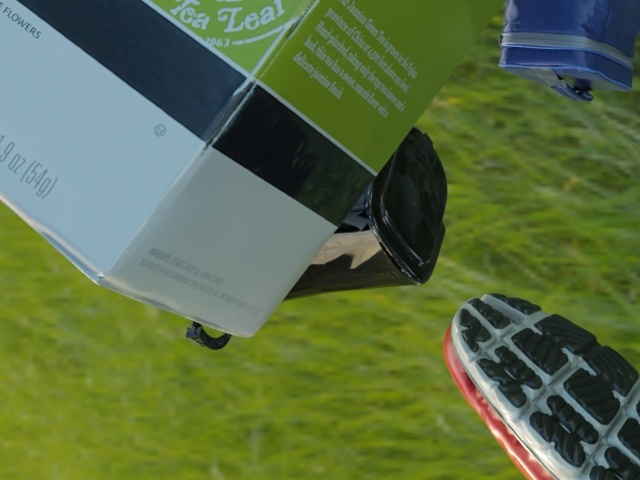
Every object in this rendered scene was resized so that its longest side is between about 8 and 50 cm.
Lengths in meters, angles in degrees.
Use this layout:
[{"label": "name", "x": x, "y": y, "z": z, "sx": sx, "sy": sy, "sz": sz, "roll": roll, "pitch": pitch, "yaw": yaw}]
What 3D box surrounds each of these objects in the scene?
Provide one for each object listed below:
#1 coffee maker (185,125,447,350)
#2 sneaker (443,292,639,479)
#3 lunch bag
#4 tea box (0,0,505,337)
[{"label": "coffee maker", "x": 0.000, "y": 0.000, "z": 1.479, "sx": 0.178, "sy": 0.120, "sz": 0.171, "roll": -9, "pitch": 69, "yaw": 35}, {"label": "sneaker", "x": 0.149, "y": 0.156, "z": 1.044, "sx": 0.279, "sy": 0.107, "sz": 0.118, "roll": 52, "pitch": 130, "yaw": 14}, {"label": "lunch bag", "x": 0.146, "y": -0.116, "z": 1.102, "sx": 0.067, "sy": 0.098, "sz": 0.065, "roll": 8, "pitch": 89, "yaw": 28}, {"label": "tea box", "x": -0.093, "y": -0.179, "z": 0.978, "sx": 0.329, "sy": 0.220, "sz": 0.323, "roll": 36, "pitch": 91, "yaw": 19}]
